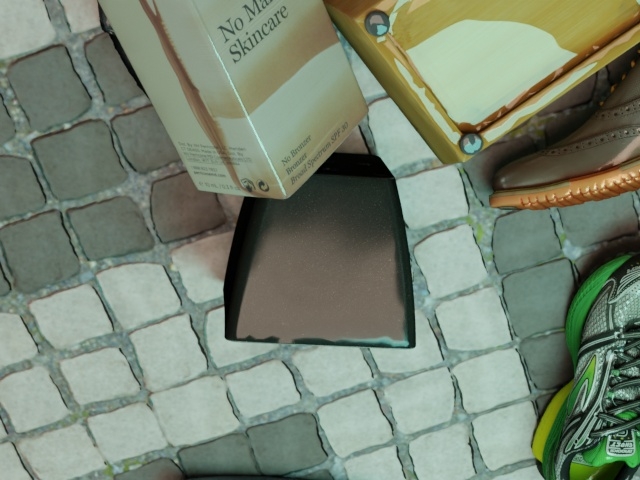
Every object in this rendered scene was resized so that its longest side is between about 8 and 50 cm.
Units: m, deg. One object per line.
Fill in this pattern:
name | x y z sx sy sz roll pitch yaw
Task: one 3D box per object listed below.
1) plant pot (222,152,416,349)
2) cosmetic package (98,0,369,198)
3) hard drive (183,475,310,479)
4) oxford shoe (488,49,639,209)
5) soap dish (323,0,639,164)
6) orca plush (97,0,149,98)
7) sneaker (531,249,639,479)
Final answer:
plant pot | 0.000 0.000 1.338 0.187 0.188 0.167 3 103 -6
cosmetic package | -0.088 -0.199 1.191 0.129 0.153 0.296 7 136 42
hard drive | -0.054 0.358 1.572 0.254 0.054 0.172 6 116 -7
oxford shoe | 0.334 -0.128 1.345 0.363 0.130 0.133 -21 84 13
soap dish | 0.177 -0.228 1.262 0.291 0.118 0.229 -35 114 11
orca plush | -0.163 -0.214 1.282 0.151 0.102 0.287 -53 130 -28
sneaker | 0.338 0.168 1.456 0.134 0.146 0.343 6 115 -7
